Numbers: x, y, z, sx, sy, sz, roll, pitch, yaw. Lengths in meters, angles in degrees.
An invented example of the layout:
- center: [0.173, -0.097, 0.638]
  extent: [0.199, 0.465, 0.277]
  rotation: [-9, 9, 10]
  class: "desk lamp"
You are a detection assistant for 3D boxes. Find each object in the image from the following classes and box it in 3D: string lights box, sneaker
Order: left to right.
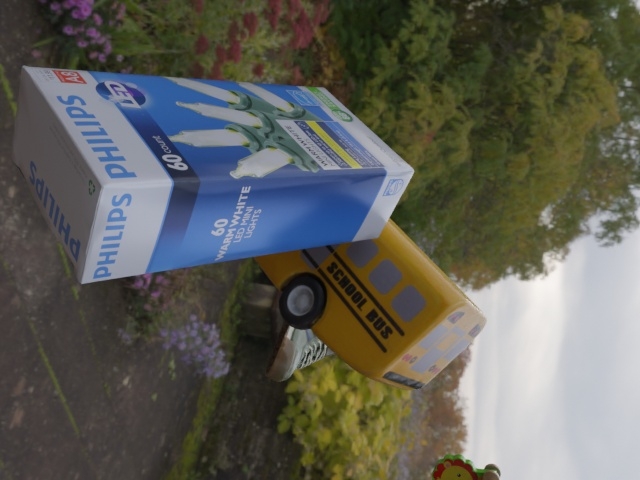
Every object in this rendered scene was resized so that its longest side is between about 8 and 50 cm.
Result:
- center: [-0.069, -0.055, 0.466]
  extent: [0.260, 0.133, 0.076]
  rotation: [-9, 136, -43]
  class: "string lights box"
- center: [-0.012, 0.134, 0.863]
  extent: [0.064, 0.086, 0.192]
  rotation: [-60, -175, 27]
  class: "sneaker"

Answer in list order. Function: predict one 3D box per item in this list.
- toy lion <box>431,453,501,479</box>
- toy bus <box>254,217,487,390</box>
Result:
- center: [0.204, 0.351, 0.879]
  extent: [0.034, 0.096, 0.100]
  rotation: [-10, 95, -70]
  class: "toy lion"
- center: [0.000, 0.000, 0.634]
  extent: [0.130, 0.332, 0.108]
  rotation: [-46, 146, 8]
  class: "toy bus"
